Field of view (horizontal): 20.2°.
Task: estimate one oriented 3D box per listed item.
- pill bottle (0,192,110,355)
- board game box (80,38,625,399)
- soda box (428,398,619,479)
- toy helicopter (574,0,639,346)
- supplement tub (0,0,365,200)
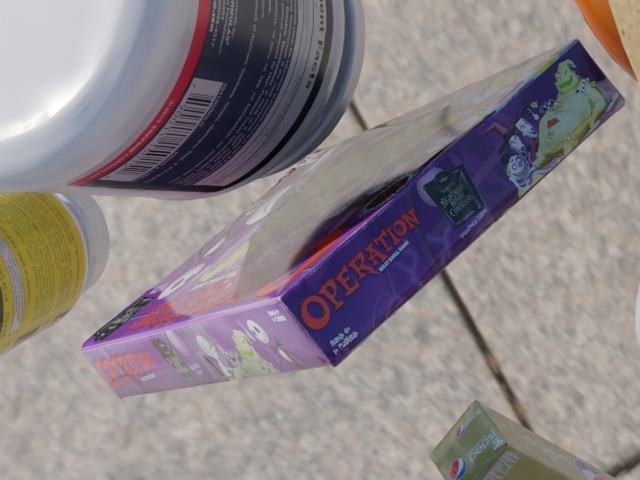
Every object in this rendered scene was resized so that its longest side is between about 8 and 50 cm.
[{"bbox_3d":[-0.237,0.020,1.263,0.119,0.208,0.119,5,105,19],"label":"pill bottle"},{"bbox_3d":[0.000,0.000,0.985,0.208,0.347,0.056,-45,101,-22],"label":"board game box"},{"bbox_3d":[0.169,0.189,1.347,0.058,0.181,0.061,-51,34,11],"label":"soda box"},{"bbox_3d":[0.153,0.029,0.437,0.140,0.235,0.355,-21,97,33],"label":"toy helicopter"},{"bbox_3d":[-0.102,-0.117,0.937,0.191,0.272,0.191,0,90,22],"label":"supplement tub"}]
